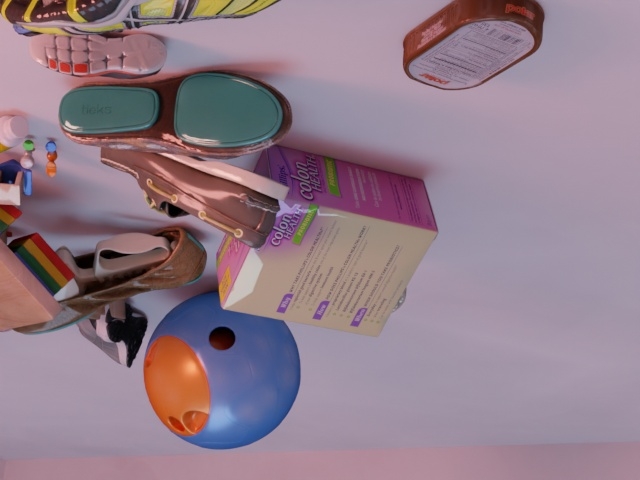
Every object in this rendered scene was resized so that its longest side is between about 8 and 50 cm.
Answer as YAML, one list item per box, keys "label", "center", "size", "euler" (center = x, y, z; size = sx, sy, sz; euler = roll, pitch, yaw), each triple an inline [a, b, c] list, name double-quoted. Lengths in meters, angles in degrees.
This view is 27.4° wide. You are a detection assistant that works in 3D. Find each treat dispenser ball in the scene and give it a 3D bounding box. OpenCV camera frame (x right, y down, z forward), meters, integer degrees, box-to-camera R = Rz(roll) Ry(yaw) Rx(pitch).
- label: "treat dispenser ball"
  center: [-0.179, 0.236, 2.392]
  size: [0.288, 0.288, 0.288]
  euler: [4, 160, 2]

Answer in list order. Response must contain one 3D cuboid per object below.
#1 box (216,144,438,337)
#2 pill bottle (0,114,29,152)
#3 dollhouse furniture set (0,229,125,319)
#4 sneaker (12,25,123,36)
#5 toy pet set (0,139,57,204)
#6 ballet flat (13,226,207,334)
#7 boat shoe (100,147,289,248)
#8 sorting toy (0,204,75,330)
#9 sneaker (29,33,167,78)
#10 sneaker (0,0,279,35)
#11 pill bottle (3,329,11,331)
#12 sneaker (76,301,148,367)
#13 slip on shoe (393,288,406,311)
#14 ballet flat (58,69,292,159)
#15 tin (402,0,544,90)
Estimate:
- label: "box"
  center: [0.004, 0.004, 1.828]
  size: [0.243, 0.117, 0.214]
  euler: [11, 129, -20]
- label: "pill bottle"
  center: [-0.426, -0.142, 1.762]
  size: [0.083, 0.043, 0.043]
  euler: [-14, 153, 43]
- label: "dollhouse furniture set"
  center: [-0.505, 0.063, 2.291]
  size: [0.262, 0.135, 0.259]
  euler: [-3, 170, 21]
- label: "sneaker"
  center: [-0.250, -0.245, 1.399]
  size: [0.188, 0.067, 0.078]
  euler: [-9, 150, 26]
- label: "toy pet set"
  center: [-0.433, -0.111, 1.866]
  size: [0.122, 0.065, 0.114]
  euler: [4, 126, -5]
- label: "ballet flat"
  center: [-0.354, 0.050, 2.111]
  size: [0.342, 0.116, 0.124]
  euler: [-15, 141, 1]
- label: "boat shoe"
  center: [-0.180, -0.071, 1.710]
  size: [0.305, 0.091, 0.109]
  euler: [19, -178, 33]
- label: "sorting toy"
  center: [-0.512, 0.009, 1.990]
  size: [0.255, 0.089, 0.257]
  euler: [51, 148, -18]
- label: "sneaker"
  center: [-0.257, -0.208, 1.523]
  size: [0.157, 0.061, 0.065]
  euler: [7, 167, -4]
- label: "sneaker"
  center: [-0.141, -0.251, 1.247]
  size: [0.384, 0.145, 0.147]
  euler: [-4, 158, 28]
- label: "pill bottle"
  center: [-0.627, 0.110, 2.451]
  size: [0.087, 0.087, 0.160]
  euler: [-2, 159, 20]
- label: "sneaker"
  center: [-0.413, 0.170, 2.579]
  size: [0.108, 0.100, 0.271]
  euler: [15, 159, 14]
- label: "slip on shoe"
  center: [0.000, 0.000, 1.972]
  size: [0.123, 0.101, 0.331]
  euler: [-38, 127, 25]
- label: "ballet flat"
  center: [-0.167, -0.151, 1.615]
  size: [0.316, 0.108, 0.106]
  euler: [7, 170, 21]
- label: "tin"
  center: [0.163, -0.215, 1.433]
  size: [0.106, 0.040, 0.189]
  euler: [19, 156, -24]
